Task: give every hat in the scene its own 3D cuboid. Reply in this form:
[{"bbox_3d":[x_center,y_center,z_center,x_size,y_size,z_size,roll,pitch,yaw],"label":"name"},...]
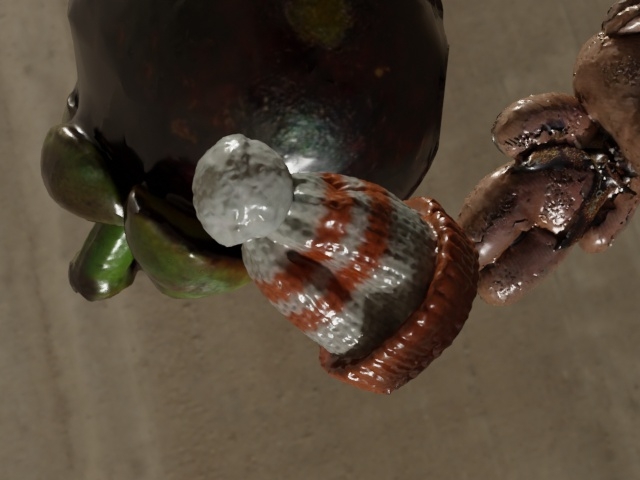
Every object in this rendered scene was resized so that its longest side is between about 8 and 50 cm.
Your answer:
[{"bbox_3d":[0.000,0.000,0.674,0.162,0.094,0.112,32,-108,-26],"label":"hat"}]

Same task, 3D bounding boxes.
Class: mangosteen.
[{"bbox_3d":[-0.055,-0.111,0.942,0.311,0.311,0.311,52,-153,-41],"label":"mangosteen"}]

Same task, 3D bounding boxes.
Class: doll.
[{"bbox_3d":[0.254,-0.058,1.216,0.201,0.303,0.156,42,177,-36],"label":"doll"}]
